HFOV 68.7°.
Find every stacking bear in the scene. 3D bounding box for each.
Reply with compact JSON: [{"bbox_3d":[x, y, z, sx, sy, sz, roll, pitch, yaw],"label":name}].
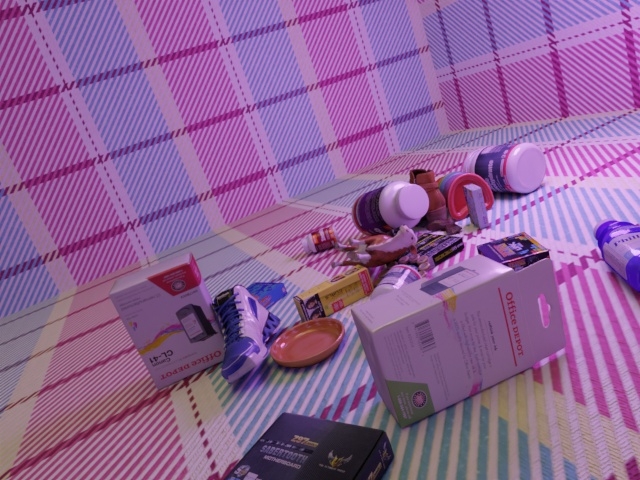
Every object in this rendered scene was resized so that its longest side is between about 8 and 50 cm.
[{"bbox_3d":[0.534,-0.195,1.867,0.176,0.164,0.289,-20,11,-2],"label":"stacking bear"}]

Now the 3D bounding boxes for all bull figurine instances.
[{"bbox_3d":[0.163,0.029,1.469,0.189,0.101,0.310,-1,-14,-22],"label":"bull figurine"}]

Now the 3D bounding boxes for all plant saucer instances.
[{"bbox_3d":[-0.030,0.263,1.194,0.200,0.037,0.200,-18,15,5],"label":"plant saucer"}]

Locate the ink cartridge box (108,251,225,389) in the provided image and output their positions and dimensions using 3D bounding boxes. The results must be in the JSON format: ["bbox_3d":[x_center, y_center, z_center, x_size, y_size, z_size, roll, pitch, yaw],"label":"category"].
[{"bbox_3d":[-0.405,0.217,1.296,0.226,0.306,0.131,-23,16,-10],"label":"ink cartridge box"}]

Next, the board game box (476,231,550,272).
[{"bbox_3d":[0.521,0.039,1.278,0.141,0.048,0.170,-16,16,7],"label":"board game box"}]

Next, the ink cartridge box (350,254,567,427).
[{"bbox_3d":[0.259,0.164,0.871,0.354,0.207,0.119,-21,17,-9],"label":"ink cartridge box"}]

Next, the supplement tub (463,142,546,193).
[{"bbox_3d":[0.723,-0.285,1.858,0.191,0.191,0.272,-26,17,-21],"label":"supplement tub"}]

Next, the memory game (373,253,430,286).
[{"bbox_3d":[0.239,0.101,1.385,0.186,0.012,0.186,-28,22,13],"label":"memory game"}]

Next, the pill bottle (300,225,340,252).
[{"bbox_3d":[0.000,0.000,1.951,0.152,0.086,0.086,-19,16,2],"label":"pill bottle"}]

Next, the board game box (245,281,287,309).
[{"bbox_3d":[-0.240,0.211,1.597,0.160,0.047,0.210,-4,23,43],"label":"board game box"}]

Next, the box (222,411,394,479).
[{"bbox_3d":[-0.023,0.376,0.767,0.233,0.059,0.183,-6,20,39],"label":"box"}]

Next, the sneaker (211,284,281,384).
[{"bbox_3d":[-0.223,0.226,1.235,0.127,0.182,0.315,-37,9,13],"label":"sneaker"}]

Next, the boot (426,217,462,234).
[{"bbox_3d":[0.441,-0.043,1.676,0.106,0.037,0.114,-20,20,7],"label":"boot"}]

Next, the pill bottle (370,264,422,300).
[{"bbox_3d":[0.188,0.146,1.199,0.108,0.107,0.180,-9,19,33],"label":"pill bottle"}]

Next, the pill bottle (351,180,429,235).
[{"bbox_3d":[0.261,-0.118,1.765,0.182,0.181,0.323,-26,5,-23],"label":"pill bottle"}]

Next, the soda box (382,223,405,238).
[{"bbox_3d":[0.259,-0.008,1.633,0.053,0.060,0.169,-22,-4,-9],"label":"soda box"}]

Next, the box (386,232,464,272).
[{"bbox_3d":[0.332,0.037,1.515,0.191,0.045,0.184,-28,15,-24],"label":"box"}]

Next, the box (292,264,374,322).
[{"bbox_3d":[0.040,0.159,1.376,0.232,0.087,0.058,-24,18,-20],"label":"box"}]

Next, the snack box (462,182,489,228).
[{"bbox_3d":[0.536,-0.120,1.617,0.037,0.141,0.100,-18,15,2],"label":"snack box"}]

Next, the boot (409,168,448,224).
[{"bbox_3d":[0.367,-0.167,1.826,0.109,0.220,0.283,-26,17,-20],"label":"boot"}]

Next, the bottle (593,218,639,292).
[{"bbox_3d":[0.697,0.022,1.043,0.118,0.092,0.283,-16,16,15],"label":"bottle"}]
